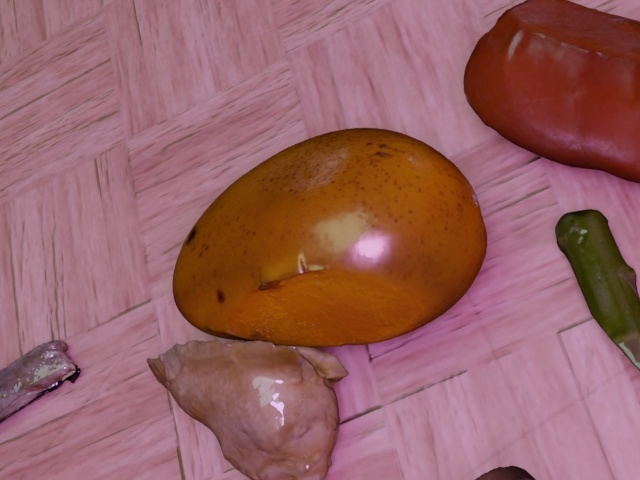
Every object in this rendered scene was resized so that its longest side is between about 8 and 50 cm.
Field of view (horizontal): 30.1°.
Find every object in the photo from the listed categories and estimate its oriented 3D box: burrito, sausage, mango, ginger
[{"bbox_3d":[-0.317,0.155,1.179,0.171,0.042,0.051,-34,45,8],"label":"burrito"},{"bbox_3d":[0.232,-0.117,0.963,0.258,0.133,0.133,22,78,34],"label":"sausage"},{"bbox_3d":[0.000,0.000,1.008,0.290,0.160,0.191,-15,41,26],"label":"mango"},{"bbox_3d":[-0.068,0.149,1.014,0.193,0.115,0.122,-4,81,40],"label":"ginger"}]

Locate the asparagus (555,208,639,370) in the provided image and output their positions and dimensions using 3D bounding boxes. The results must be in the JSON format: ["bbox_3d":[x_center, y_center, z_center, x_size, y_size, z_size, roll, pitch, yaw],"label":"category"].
[{"bbox_3d":[0.232,0.055,0.930,0.045,0.041,0.178,-1,55,-22],"label":"asparagus"}]

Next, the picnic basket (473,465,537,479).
[{"bbox_3d":[0.096,0.237,0.857,0.138,0.128,0.178,34,102,34],"label":"picnic basket"}]
